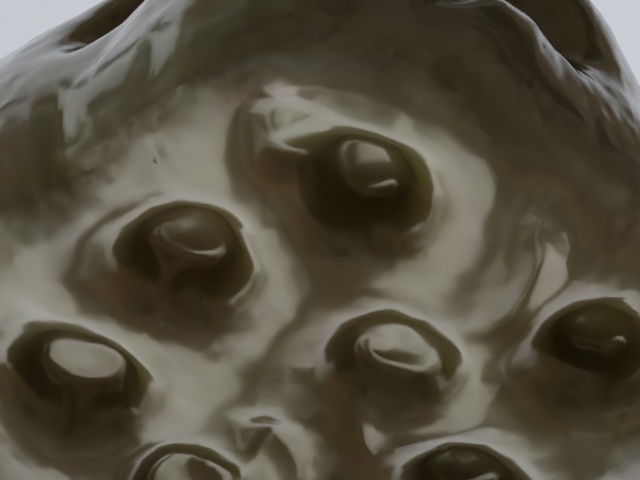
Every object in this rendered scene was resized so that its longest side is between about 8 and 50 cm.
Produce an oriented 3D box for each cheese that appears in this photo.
[{"bbox_3d":[0.000,0.000,0.501,0.235,0.218,0.117,11,-142,-11],"label":"cheese"}]
